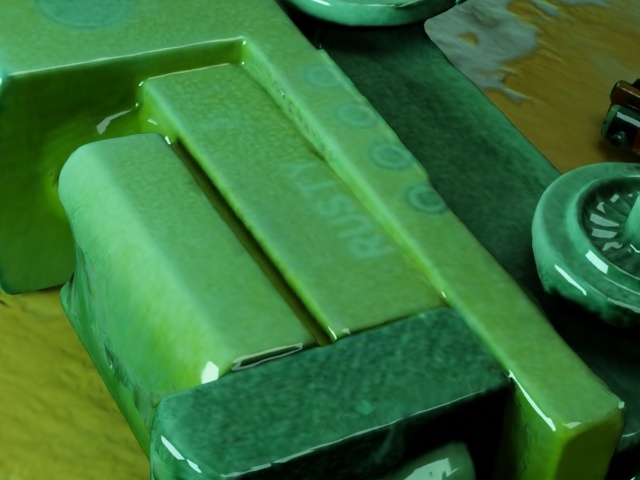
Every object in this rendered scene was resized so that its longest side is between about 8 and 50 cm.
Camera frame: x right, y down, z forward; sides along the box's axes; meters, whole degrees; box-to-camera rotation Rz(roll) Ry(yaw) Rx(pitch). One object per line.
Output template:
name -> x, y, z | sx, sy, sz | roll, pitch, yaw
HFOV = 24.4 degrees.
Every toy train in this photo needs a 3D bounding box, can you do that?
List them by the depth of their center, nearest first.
toy train -> 0.000, 0.000, 0.610 | 0.253, 0.160, 0.397 | -14, 46, -26
toy train -> 0.210, -0.059, 0.860 | 0.103, 0.044, 0.064 | 30, 48, 16
